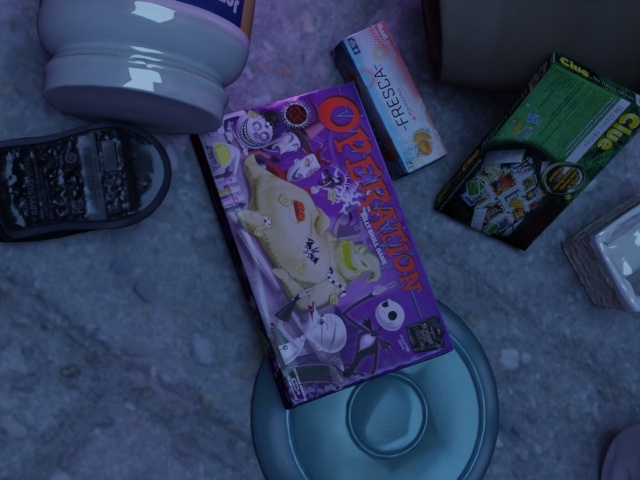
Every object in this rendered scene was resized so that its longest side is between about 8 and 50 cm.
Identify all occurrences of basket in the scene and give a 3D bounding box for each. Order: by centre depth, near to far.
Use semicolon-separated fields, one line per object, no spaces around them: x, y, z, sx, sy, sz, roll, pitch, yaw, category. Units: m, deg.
0.410;0.007;1.332;0.167;0.103;0.113;-30;93;-15;basket

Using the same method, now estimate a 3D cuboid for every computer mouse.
-0.301;-0.070;1.168;0.272;0.072;0.188;-3;87;-3;computer mouse

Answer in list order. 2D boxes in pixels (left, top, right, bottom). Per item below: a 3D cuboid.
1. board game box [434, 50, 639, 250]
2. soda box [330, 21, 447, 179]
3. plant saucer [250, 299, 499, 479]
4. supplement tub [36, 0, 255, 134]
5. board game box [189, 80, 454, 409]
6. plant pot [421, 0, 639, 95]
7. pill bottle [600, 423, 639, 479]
0.258;-0.097;1.236;0.136;0.260;0.030;27;44;-11;board game box
0.084;-0.169;1.283;0.063;0.058;0.183;-26;91;-16;soda box
0.076;0.208;1.252;0.317;0.044;0.317;2;83;-15;plant saucer
-0.180;-0.290;1.135;0.228;0.228;0.316;9;82;-14;supplement tub
0.000;0.000;1.223;0.208;0.056;0.347;-17;80;-20;board game box
0.268;-0.295;1.242;0.280;0.323;0.323;-8;87;0;plant pot
0.529;0.316;1.295;0.318;0.176;0.176;3;84;-15;pill bottle
